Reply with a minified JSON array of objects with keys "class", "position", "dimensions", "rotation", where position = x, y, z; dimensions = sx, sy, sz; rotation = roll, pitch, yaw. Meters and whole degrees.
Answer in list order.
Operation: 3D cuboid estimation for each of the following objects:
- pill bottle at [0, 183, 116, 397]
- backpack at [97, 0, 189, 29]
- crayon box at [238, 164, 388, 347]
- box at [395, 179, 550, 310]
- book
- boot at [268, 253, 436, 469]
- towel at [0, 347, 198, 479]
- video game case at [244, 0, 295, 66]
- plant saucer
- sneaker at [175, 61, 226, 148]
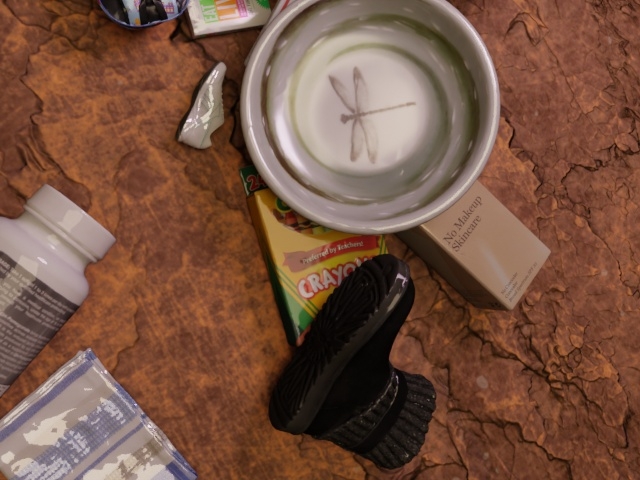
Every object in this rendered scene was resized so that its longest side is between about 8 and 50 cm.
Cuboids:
[{"class":"pill bottle","position":[-0.443,0.079,0.891],"dimensions":[0.176,0.176,0.318],"rotation":[41,76,-12]},{"class":"backpack","position":[-0.289,-0.411,1.001],"dimensions":[0.158,0.117,0.173],"rotation":[-21,93,-18]},{"class":"crayon box","position":[0.000,0.000,1.091],"dimensions":[0.202,0.081,0.318],"rotation":[-18,92,-18]},{"class":"box","position":[0.243,-0.025,1.150],"dimensions":[0.311,0.121,0.148],"rotation":[40,77,-12]},{"class":"book","position":[-0.161,-0.404,1.090],"dimensions":[0.144,0.035,0.096],"rotation":[-18,94,-22]},{"class":"boot","position":[0.104,0.203,1.027],"dimensions":[0.260,0.131,0.348],"rotation":[25,110,-25]},{"class":"towel","position":[-0.352,0.336,0.981],"dimensions":[0.209,0.034,0.285],"rotation":[-40,99,-15]},{"class":"video game case","position":[0.043,-0.316,1.080],"dimensions":[0.285,0.025,0.204],"rotation":[25,109,-26]},{"class":"plant saucer","position":[0.076,-0.207,1.019],"dimensions":[0.400,0.100,0.400],"rotation":[0,89,2]},{"class":"sneaker","position":[-0.186,-0.223,1.063],"dimensions":[0.061,0.053,0.152],"rotation":[25,85,-25]}]
